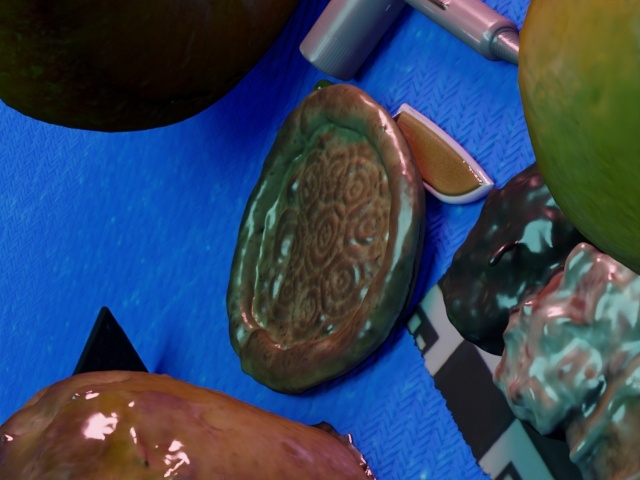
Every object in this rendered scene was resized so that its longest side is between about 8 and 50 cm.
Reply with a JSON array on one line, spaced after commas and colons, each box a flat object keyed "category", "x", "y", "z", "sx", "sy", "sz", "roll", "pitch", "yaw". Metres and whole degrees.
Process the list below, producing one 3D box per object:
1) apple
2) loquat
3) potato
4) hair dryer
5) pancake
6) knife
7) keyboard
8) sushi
[{"category": "apple", "x": -0.192, "y": -0.287, "z": 1.471, "sx": 0.374, "sy": 0.374, "sz": 0.384, "roll": 15, "pitch": 70, "yaw": 54}, {"category": "loquat", "x": 0.244, "y": -0.090, "z": 0.912, "sx": 0.275, "sy": 0.275, "sz": 0.275, "roll": -26, "pitch": 54, "yaw": 43}, {"category": "potato", "x": -0.124, "y": 0.229, "z": 1.208, "sx": 0.301, "sy": 0.237, "sz": 0.289, "roll": -55, "pitch": 41, "yaw": 1}, {"category": "hair dryer", "x": 0.090, "y": -0.160, "z": 1.323, "sx": 0.195, "sy": 0.053, "sz": 0.220, "roll": -52, "pitch": 46, "yaw": 24}, {"category": "pancake", "x": 0.000, "y": 0.000, "z": 1.355, "sx": 0.250, "sy": 0.031, "sz": 0.250, "roll": -26, "pitch": 58, "yaw": 49}, {"category": "knife", "x": 0.059, "y": -0.084, "z": 1.339, "sx": 0.046, "sy": 0.022, "sz": 0.256, "roll": -59, "pitch": 38, "yaw": 8}, {"category": "keyboard", "x": -0.206, "y": 0.204, "z": 1.358, "sx": 0.041, "sy": 0.103, "sz": 0.381, "roll": -11, "pitch": 34, "yaw": 27}, {"category": "sushi", "x": 0.165, "y": 0.063, "z": 1.066, "sx": 0.296, "sy": 0.100, "sz": 0.373, "roll": -51, "pitch": 40, "yaw": 24}]
